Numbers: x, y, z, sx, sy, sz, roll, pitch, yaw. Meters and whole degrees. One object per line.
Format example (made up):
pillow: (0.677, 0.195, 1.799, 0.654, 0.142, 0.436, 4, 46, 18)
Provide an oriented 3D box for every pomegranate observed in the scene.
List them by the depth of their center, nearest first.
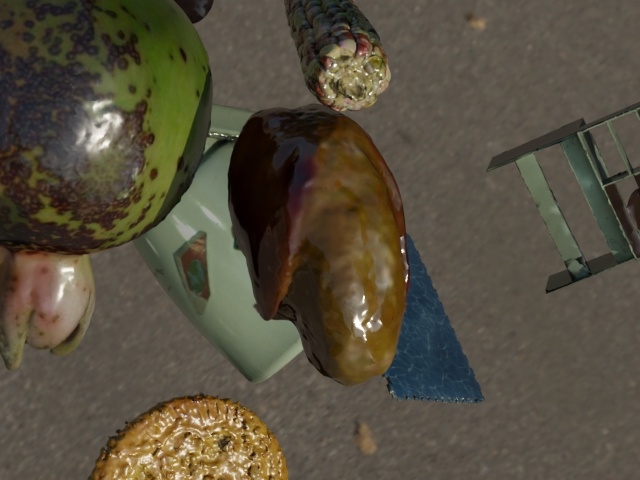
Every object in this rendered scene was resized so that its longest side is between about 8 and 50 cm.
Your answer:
pomegranate: (-0.230, -0.058, 1.106, 0.285, 0.285, 0.340, -1, 107, -30)

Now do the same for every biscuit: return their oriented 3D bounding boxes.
biscuit: (-0.153, 0.307, 1.650, 0.254, 0.035, 0.253, -2, 95, -24)

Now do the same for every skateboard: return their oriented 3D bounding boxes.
skateboard: (-0.152, -0.316, 1.616, 0.080, 0.067, 0.151, 39, 36, -50)

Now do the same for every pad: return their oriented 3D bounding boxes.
pad: (0.104, 0.088, 1.769, 0.270, 0.012, 0.269, 12, 51, -60)

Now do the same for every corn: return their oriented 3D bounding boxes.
corn: (0.007, -0.224, 1.502, 0.092, 0.092, 0.280, 16, 25, -21)

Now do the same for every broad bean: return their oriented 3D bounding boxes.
broad bean: (-0.003, 0.001, 1.060, 0.122, 0.156, 0.228, -4, 72, -26)

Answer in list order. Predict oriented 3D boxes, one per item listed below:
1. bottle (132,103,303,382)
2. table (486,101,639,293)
bottle: (-0.119, -0.031, 1.571, 0.352, 0.229, 0.229, 45, 51, 0)
table: (0.278, -0.047, 1.393, 0.146, 0.175, 0.062, 63, 21, -11)
